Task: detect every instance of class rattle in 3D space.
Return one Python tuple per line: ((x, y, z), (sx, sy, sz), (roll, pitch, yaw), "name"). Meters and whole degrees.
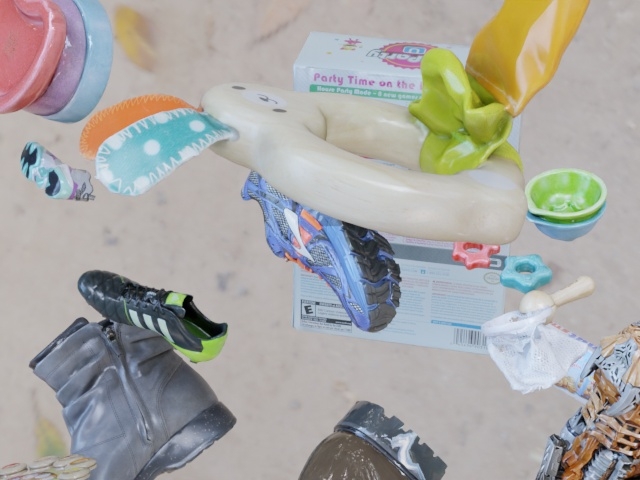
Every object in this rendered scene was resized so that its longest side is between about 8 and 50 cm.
((0.005, -0.078, 0.636), (0.130, 0.200, 0.142), (-75, 2, -53), "rattle")

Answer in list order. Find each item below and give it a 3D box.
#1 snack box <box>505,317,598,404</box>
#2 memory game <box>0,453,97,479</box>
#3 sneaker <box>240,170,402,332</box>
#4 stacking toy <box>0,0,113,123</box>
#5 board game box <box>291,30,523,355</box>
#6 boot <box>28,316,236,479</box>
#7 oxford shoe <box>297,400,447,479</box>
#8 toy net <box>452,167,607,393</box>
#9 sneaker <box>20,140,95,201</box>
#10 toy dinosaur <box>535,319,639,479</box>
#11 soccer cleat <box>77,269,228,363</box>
((0.296, 0.147, 1.678), (0.178, 0.022, 0.064), (31, 114, 31), "snack box")
((-0.337, 0.267, 1.610), (0.186, 0.186, 0.012), (-9, 97, 33), "memory game")
((0.000, 0.000, 1.361), (0.087, 0.083, 0.221), (-44, 59, 23), "sneaker")
((-0.262, -0.283, 1.437), (0.279, 0.130, 0.309), (-53, 52, 30), "stacking toy")
((0.086, -0.045, 1.478), (0.224, 0.097, 0.303), (7, 121, 9), "board game box")
((-0.288, 0.229, 1.766), (0.222, 0.338, 0.118), (53, 149, 0), "boot")
((0.076, 0.210, 0.903), (0.227, 0.083, 0.096), (40, 61, 12), "oxford shoe")
((0.159, 0.025, 1.155), (0.122, 0.045, 0.232), (4, 39, 12), "toy net")
((-0.270, -0.067, 1.535), (0.098, 0.069, 0.038), (47, 113, 40), "sneaker")
((0.256, 0.168, 1.168), (0.164, 0.218, 0.322), (64, 159, 20), "toy dinosaur")
((-0.184, 0.073, 1.630), (0.072, 0.179, 0.060), (-53, 11, 46), "soccer cleat")
